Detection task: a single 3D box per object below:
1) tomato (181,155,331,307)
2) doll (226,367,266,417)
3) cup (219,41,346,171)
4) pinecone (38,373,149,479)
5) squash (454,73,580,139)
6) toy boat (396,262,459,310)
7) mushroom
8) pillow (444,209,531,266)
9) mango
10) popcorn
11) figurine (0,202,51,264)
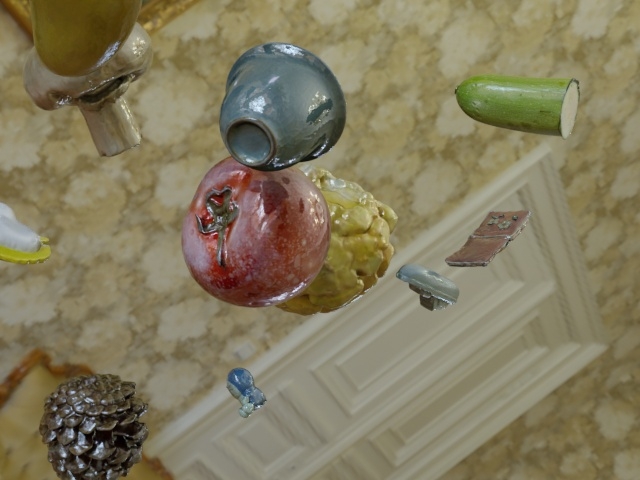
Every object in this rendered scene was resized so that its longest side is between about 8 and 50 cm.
[{"bbox_3d":[-0.104,-0.012,1.608,0.227,0.270,0.270,23,22,-48],"label":"tomato"},{"bbox_3d":[-0.131,0.257,1.586,0.083,0.050,0.076,56,-23,12],"label":"doll"},{"bbox_3d":[-0.077,-0.174,1.381,0.199,0.199,0.150,55,34,-16],"label":"cup"},{"bbox_3d":[-0.373,0.322,1.541,0.184,0.179,0.204,-121,-152,-80],"label":"pinecone"},{"bbox_3d":[0.301,-0.216,1.455,0.188,0.095,0.095,12,-26,28],"label":"squash"},{"bbox_3d":[0.237,0.107,2.104,0.078,0.085,0.260,29,2,33],"label":"toy boat"},{"bbox_3d":[-0.471,-0.325,1.990,0.292,0.292,0.290,-145,-149,-79],"label":"mushroom"},{"bbox_3d":[0.397,-0.003,2.191,0.126,0.232,0.043,-6,-62,47],"label":"pillow"},{"bbox_3d":[-0.382,-0.413,1.528,0.195,0.142,0.331,22,-55,16],"label":"mango"},{"bbox_3d":[-0.018,0.010,2.282,0.344,0.390,0.354,46,13,-22],"label":"popcorn"},{"bbox_3d":[-0.487,-0.003,1.385,0.129,0.109,0.178,35,18,34],"label":"figurine"}]
